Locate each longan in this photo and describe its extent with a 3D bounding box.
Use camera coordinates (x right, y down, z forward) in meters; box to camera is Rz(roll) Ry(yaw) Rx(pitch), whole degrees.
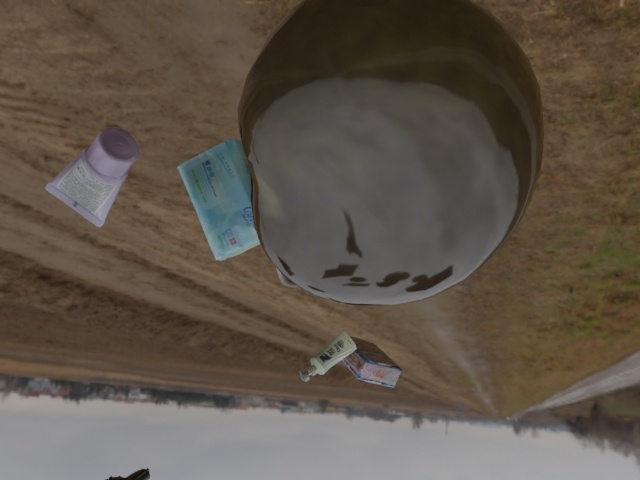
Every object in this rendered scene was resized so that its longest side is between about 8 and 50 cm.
[{"bbox_3d":[0.081,-0.106,0.686,0.404,0.404,0.336,26,-164,-51],"label":"longan"}]

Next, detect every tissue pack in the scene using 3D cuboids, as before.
[{"bbox_3d":[-0.230,-0.100,1.426,0.177,0.263,0.089,-25,175,16],"label":"tissue pack"},{"bbox_3d":[0.117,0.305,1.454,0.116,0.065,0.155,19,-172,-24],"label":"tissue pack"}]

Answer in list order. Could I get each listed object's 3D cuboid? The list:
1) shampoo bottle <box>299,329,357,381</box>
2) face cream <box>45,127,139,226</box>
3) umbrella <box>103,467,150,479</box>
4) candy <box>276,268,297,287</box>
[{"bbox_3d":[0.013,0.239,1.158,0.141,0.049,0.034,-35,-170,-34],"label":"shampoo bottle"},{"bbox_3d":[-0.505,-0.137,1.283,0.154,0.096,0.274,38,131,-20],"label":"face cream"},{"bbox_3d":[-0.482,0.572,1.257,0.118,0.118,0.340,0,179,15],"label":"umbrella"},{"bbox_3d":[0.000,0.000,1.137,0.195,0.184,0.137,-4,-159,38],"label":"candy"}]
